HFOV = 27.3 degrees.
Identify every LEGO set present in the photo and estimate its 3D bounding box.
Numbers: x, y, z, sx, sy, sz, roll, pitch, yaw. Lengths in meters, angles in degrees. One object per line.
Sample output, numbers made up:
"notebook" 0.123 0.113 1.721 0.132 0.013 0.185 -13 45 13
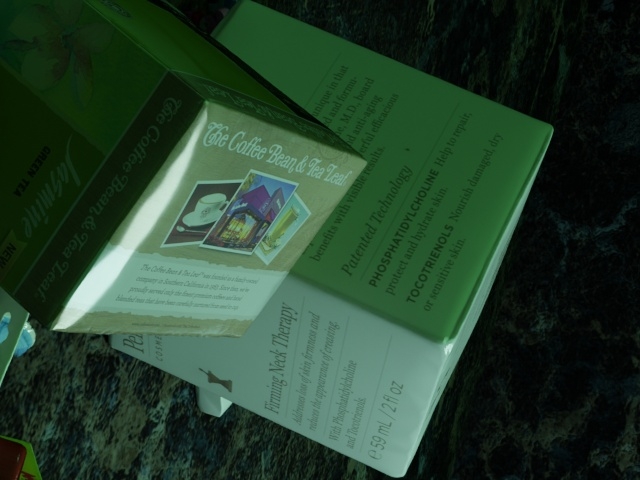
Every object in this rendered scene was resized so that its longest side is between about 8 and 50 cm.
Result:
"LEGO set" -0.099 -0.339 1.570 0.087 0.093 0.227 -34 132 -58

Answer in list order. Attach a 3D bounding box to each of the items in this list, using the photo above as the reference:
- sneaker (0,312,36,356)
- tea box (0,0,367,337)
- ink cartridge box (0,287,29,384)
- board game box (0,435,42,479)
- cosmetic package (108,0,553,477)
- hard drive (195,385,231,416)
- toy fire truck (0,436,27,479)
"sneaker" -0.345 0.081 1.299 0.073 0.063 0.162 -54 148 -8
"tea box" -0.188 -0.096 1.138 0.220 0.323 0.329 -55 158 10
"ink cartridge box" -0.342 0.050 1.085 0.067 0.198 0.115 46 59 -64
"board game box" -0.295 0.269 1.239 0.043 0.181 0.092 21 103 -28
"cosmetic package" 0.000 0.000 1.510 0.329 0.394 0.327 99 17 -55
"hard drive" -0.077 0.060 1.898 0.353 0.047 0.233 -46 142 -50
"toy fire truck" -0.375 0.263 1.191 0.254 0.169 0.302 150 -43 -76
